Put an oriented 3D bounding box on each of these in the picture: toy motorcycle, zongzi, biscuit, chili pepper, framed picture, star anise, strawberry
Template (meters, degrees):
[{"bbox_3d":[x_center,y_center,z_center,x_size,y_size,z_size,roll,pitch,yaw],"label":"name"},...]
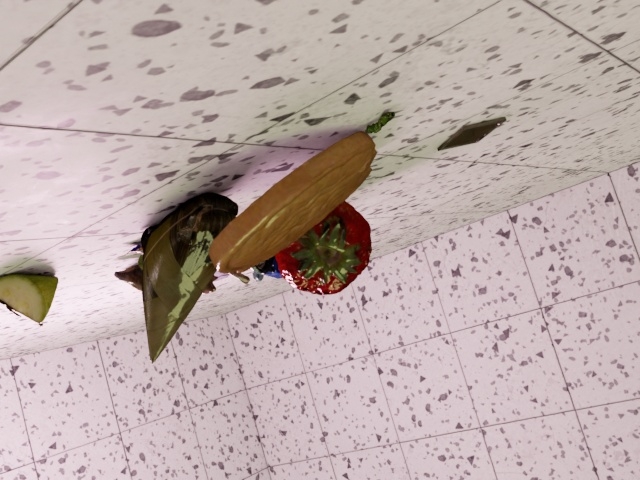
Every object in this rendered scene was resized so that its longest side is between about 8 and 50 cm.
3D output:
[{"bbox_3d":[-0.129,0.024,1.992,0.113,0.169,0.315,-12,165,22],"label":"toy motorcycle"},{"bbox_3d":[-0.276,0.082,1.493,0.154,0.318,0.289,12,158,-28],"label":"zongzi"},{"bbox_3d":[-0.044,-0.058,1.413,0.385,0.062,0.365,-38,172,-4],"label":"biscuit"},{"bbox_3d":[0.108,-0.213,1.300,0.027,0.022,0.083,-51,-169,-31],"label":"chili pepper"},{"bbox_3d":[0.341,-0.239,1.635,0.109,0.011,0.149,-15,172,-16],"label":"framed picture"},{"bbox_3d":[-0.390,0.098,1.987,0.349,0.109,0.292,4,-173,12],"label":"star anise"},{"bbox_3d":[0.000,0.000,1.851,0.257,0.258,0.277,-16,-155,-7],"label":"strawberry"}]

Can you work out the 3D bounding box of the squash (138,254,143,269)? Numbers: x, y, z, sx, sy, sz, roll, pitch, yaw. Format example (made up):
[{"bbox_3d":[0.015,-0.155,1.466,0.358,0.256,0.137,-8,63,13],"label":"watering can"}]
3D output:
[{"bbox_3d":[-0.362,0.028,1.814,0.252,0.066,0.066,-22,171,28],"label":"squash"}]

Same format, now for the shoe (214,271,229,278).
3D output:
[{"bbox_3d":[-0.342,0.084,2.190,0.245,0.095,0.137,-15,169,-40],"label":"shoe"}]

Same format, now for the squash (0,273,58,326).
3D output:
[{"bbox_3d":[-0.664,0.133,1.755,0.169,0.093,0.252,27,179,11],"label":"squash"}]

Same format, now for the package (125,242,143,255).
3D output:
[{"bbox_3d":[-0.422,0.020,1.756,0.077,0.033,0.110,-32,171,27],"label":"package"}]
